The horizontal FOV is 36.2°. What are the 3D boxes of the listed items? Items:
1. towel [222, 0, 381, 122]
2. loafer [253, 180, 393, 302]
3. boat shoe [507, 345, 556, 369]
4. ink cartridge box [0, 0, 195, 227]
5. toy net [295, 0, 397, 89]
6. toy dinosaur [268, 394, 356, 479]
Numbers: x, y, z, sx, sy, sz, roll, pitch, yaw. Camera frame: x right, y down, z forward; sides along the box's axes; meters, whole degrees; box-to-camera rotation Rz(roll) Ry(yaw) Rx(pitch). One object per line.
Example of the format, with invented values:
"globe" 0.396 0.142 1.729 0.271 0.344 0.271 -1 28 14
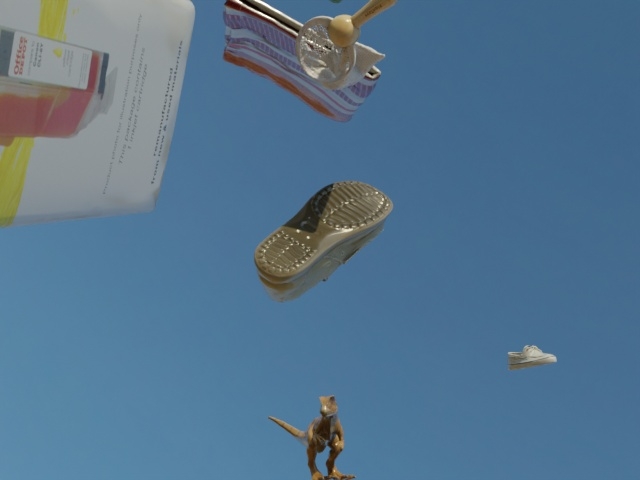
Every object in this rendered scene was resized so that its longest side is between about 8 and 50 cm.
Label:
"towel" -0.038 -0.263 1.465 0.237 0.329 0.037 28 -95 -4
"loafer" 0.000 0.000 1.425 0.102 0.268 0.092 40 -40 22
"boat shoe" 0.324 0.179 1.512 0.100 0.035 0.035 -24 -109 61
"ink cartridge box" -0.269 -0.110 0.533 0.279 0.385 0.160 14 -84 10
"toy net" 0.007 -0.198 0.824 0.122 0.045 0.232 5 -35 -4
"toy dinosaur" -0.001 0.245 1.212 0.211 0.064 0.112 128 -46 -60
